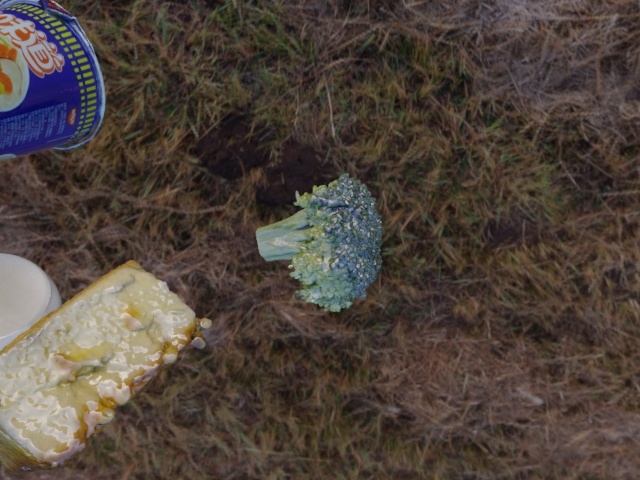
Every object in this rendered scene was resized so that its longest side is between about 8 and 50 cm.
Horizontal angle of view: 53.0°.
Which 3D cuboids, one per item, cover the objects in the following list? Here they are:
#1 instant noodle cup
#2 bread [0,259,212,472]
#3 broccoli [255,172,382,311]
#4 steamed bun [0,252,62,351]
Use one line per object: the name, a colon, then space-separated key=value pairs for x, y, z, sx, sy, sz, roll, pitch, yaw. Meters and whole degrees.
instant noodle cup: x=-0.559 y=-0.235 z=1.043 sx=0.284 sy=0.312 sz=0.284 roll=11 pitch=120 yaw=19
bread: x=-0.242 y=0.128 z=0.620 sx=0.114 sy=0.185 sz=0.275 roll=54 pitch=143 yaw=-8
broccoli: x=0.000 y=0.000 z=1.235 sx=0.244 sy=0.247 sz=0.263 roll=-5 pitch=124 yaw=19
steamed bun: x=-0.559 y=0.140 z=1.090 sx=0.232 sy=0.231 sz=0.145 roll=11 pitch=134 yaw=-3
